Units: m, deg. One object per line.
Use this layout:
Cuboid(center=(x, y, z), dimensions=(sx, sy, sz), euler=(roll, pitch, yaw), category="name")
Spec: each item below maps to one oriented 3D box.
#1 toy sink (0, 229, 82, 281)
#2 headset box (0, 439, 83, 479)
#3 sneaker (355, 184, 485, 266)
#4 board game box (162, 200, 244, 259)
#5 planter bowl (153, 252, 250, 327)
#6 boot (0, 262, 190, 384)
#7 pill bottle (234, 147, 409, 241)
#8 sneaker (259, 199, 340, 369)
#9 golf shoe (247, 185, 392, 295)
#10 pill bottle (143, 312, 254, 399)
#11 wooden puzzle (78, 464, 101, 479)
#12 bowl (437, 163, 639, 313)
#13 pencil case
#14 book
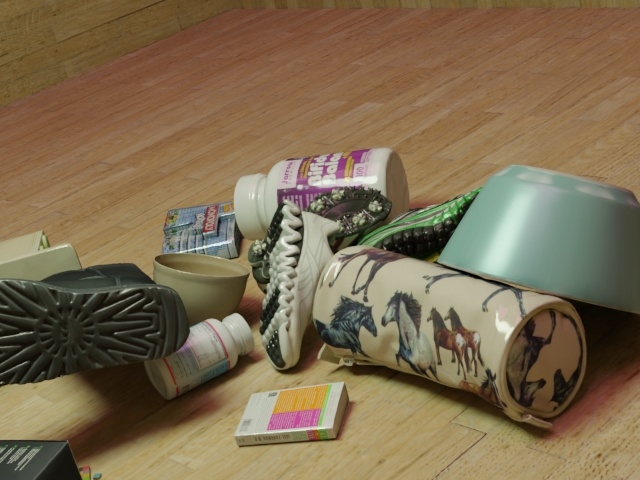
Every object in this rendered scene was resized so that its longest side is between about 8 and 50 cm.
Cuboid(center=(-0.542, 0.080, 2.172), dimensions=(0.234, 0.153, 0.131), euler=(-16, 22, -2), category="toy sink")
Cuboid(center=(-0.456, 0.369, 1.480), dimensions=(0.283, 0.131, 0.246), euler=(-4, 25, 23), category="headset box")
Cuboid(center=(0.208, -0.024, 1.987), dimensions=(0.343, 0.134, 0.146), euler=(-20, 23, -11), category="sneaker")
Cuboid(center=(-0.210, -0.021, 2.324), dimensions=(0.194, 0.060, 0.194), euler=(-14, 23, 4), category="board game box")
Cuboid(center=(-0.203, 0.091, 1.965), dimensions=(0.162, 0.109, 0.162), euler=(8, 10, -1), category="planter bowl")
Cuboid(center=(-0.420, 0.104, 1.834), dimensions=(0.367, 0.146, 0.445), euler=(3, 6, -18), category="boot")
Cuboid(center=(0.000, -0.075, 2.185), dimensions=(0.301, 0.169, 0.169), euler=(-6, 24, 20), category="pill bottle")
Cuboid(center=(-0.027, 0.070, 1.861), dimensions=(0.118, 0.110, 0.292), euler=(15, 56, -15), category="sneaker")
Cuboid(center=(0.000, 0.000, 2.031), dimensions=(0.272, 0.120, 0.105), euler=(-28, 54, -15), category="golf shoe")
Cuboid(center=(-0.186, 0.175, 1.824), dimensions=(0.160, 0.087, 0.087), euler=(-25, 25, -25), category="pill bottle")
Cuboid(center=(-0.347, 0.336, 1.650), dimensions=(0.083, 0.006, 0.049), euler=(-17, 23, -5), category="wooden puzzle")
Cuboid(center=(0.334, -0.010, 1.662), dimensions=(0.311, 0.163, 0.311), euler=(13, 1, 0), category="bowl")
Cuboid(center=(0.169, 0.128, 1.632), dimensions=(0.160, 0.184, 0.410), euler=(9, 4, -42), category="pencil case")
Cuboid(center=(-0.040, 0.244, 1.649), dimensions=(0.144, 0.035, 0.096), euler=(-7, 27, 18), category="book")
